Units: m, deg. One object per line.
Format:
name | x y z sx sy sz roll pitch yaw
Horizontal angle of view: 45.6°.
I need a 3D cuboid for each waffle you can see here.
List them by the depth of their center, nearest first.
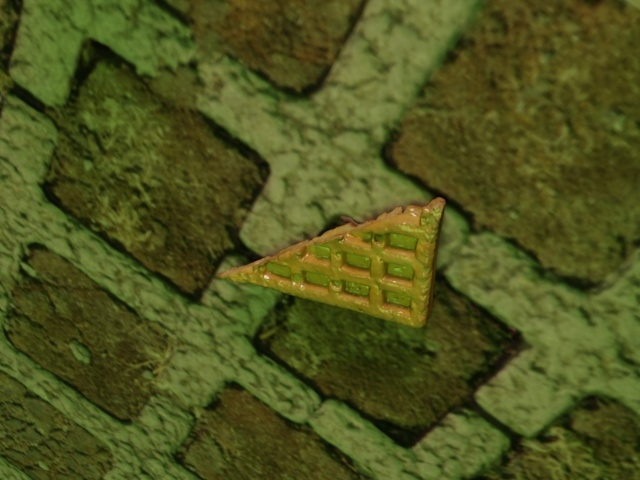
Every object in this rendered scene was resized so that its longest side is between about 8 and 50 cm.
waffle | 0.000 0.000 0.611 0.191 0.032 0.125 14 128 17
